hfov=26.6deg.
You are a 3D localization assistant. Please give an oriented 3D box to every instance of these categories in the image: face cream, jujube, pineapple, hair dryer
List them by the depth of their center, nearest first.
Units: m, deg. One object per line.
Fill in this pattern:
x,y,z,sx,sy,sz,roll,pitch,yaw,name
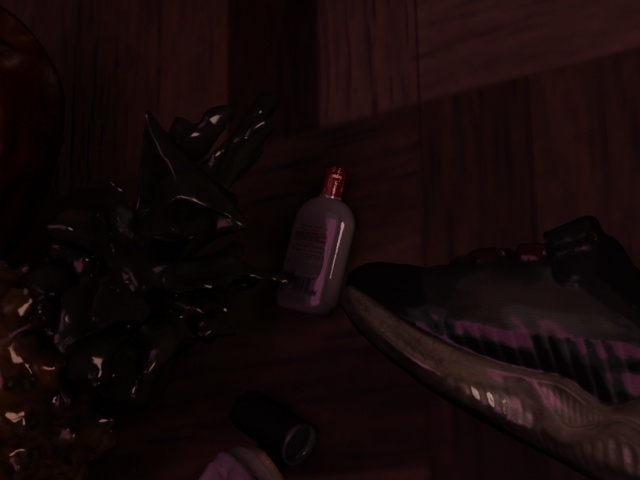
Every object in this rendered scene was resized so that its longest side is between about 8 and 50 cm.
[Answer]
-0.037,0.129,0.748,0.047,0.026,0.083,28,101,39,hair dryer
0.000,0.000,0.756,0.040,0.021,0.083,9,83,39,face cream
-0.135,0.051,0.763,0.340,0.169,0.169,-39,58,14,pineapple
-0.281,-0.032,0.863,0.290,0.197,0.197,-44,56,25,jujube

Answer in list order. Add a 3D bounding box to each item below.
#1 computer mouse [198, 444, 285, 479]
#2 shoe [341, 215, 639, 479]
-0.066,0.217,0.709,0.245,0.056,0.126,-59,46,25,computer mouse
0.117,0.044,0.623,0.227,0.099,0.112,28,87,33,shoe
